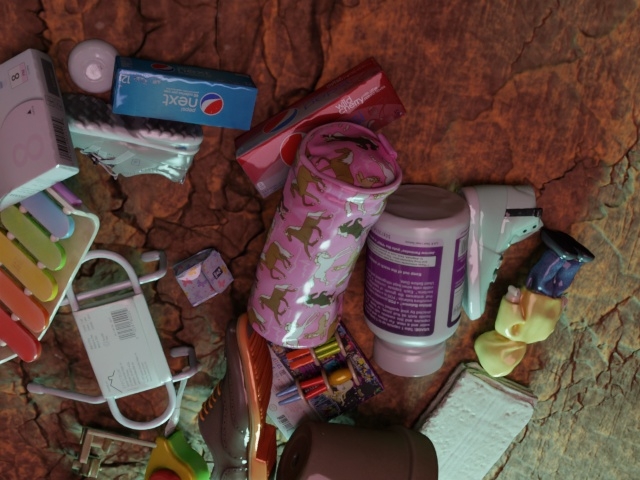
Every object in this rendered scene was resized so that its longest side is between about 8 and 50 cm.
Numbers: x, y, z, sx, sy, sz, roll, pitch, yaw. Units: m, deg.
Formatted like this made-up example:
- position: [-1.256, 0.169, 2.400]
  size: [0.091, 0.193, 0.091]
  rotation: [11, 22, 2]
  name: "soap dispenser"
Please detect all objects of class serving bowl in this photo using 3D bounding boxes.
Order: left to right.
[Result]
- position: [-0.339, -0.259, 1.362]
  size: [0.083, 0.027, 0.083]
  rotation: [-4, 116, -8]
  name: "serving bowl"

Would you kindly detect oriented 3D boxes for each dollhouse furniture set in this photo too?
- position: [-0.383, 0.424, 1.629]
  size: [0.123, 0.144, 0.151]
  rotation: [15, 76, -16]
  name: "dollhouse furniture set"

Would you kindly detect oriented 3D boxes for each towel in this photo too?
- position: [0.277, 0.371, 1.761]
  size: [0.187, 0.049, 0.282]
  rotation: [27, 110, -19]
  name: "towel"

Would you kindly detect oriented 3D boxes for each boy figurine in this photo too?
- position: [0.379, 0.121, 1.626]
  size: [0.177, 0.092, 0.285]
  rotation: [5, 122, -41]
  name: "boy figurine"

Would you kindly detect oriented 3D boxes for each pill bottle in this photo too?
- position: [0.157, 0.072, 1.524]
  size: [0.169, 0.169, 0.301]
  rotation: [-2, 116, -8]
  name: "pill bottle"

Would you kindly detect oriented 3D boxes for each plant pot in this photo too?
- position: [0.048, 0.438, 1.639]
  size: [0.229, 0.263, 0.263]
  rotation: [25, 110, -18]
  name: "plant pot"

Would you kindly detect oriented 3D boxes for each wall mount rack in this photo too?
- position: [-0.379, 0.160, 1.515]
  size: [0.304, 0.130, 0.350]
  rotation: [-14, 116, -5]
  name: "wall mount rack"

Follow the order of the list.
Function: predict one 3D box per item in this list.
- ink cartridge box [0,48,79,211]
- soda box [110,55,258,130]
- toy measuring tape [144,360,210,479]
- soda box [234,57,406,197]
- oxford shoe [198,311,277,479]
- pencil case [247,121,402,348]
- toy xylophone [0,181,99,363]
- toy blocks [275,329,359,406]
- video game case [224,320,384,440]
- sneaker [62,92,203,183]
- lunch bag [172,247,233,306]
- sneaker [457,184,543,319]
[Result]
- position: [-0.466, -0.140, 1.295]
  size: [0.232, 0.066, 0.189]
  rotation: [-22, 74, 16]
  name: "ink cartridge box"
- position: [-0.207, -0.222, 1.366]
  size: [0.210, 0.067, 0.071]
  rotation: [5, 117, -18]
  name: "soda box"
- position: [-0.241, 0.383, 1.648]
  size: [0.121, 0.121, 0.330]
  rotation: [15, 108, -16]
  name: "toy measuring tape"
- position: [-0.004, -0.178, 1.417]
  size: [0.263, 0.092, 0.083]
  rotation: [-31, 116, 7]
  name: "soda box"
- position: [-0.153, 0.290, 1.569]
  size: [0.133, 0.130, 0.363]
  rotation: [3, 113, 9]
  name: "oxford shoe"
- position: [0.000, 0.000, 1.412]
  size: [0.160, 0.167, 0.386]
  rotation: [26, 133, 6]
  name: "pencil case"
- position: [-0.466, 0.022, 1.384]
  size: [0.236, 0.081, 0.322]
  rotation: [31, 109, 21]
  name: "toy xylophone"
- position: [-0.019, 0.231, 1.591]
  size: [0.148, 0.054, 0.123]
  rotation: [-22, 118, 2]
  name: "toy blocks"
- position: [-0.027, 0.235, 1.647]
  size: [0.210, 0.042, 0.232]
  rotation: [-30, 117, 7]
  name: "video game case"
- position: [-0.326, -0.143, 1.379]
  size: [0.281, 0.105, 0.115]
  rotation: [11, 121, -10]
  name: "sneaker"
- position: [-0.197, 0.060, 1.529]
  size: [0.083, 0.053, 0.071]
  rotation: [-28, 119, -5]
  name: "lunch bag"
- position: [0.315, 0.022, 1.567]
  size: [0.151, 0.094, 0.255]
  rotation: [-7, 118, -9]
  name: "sneaker"
